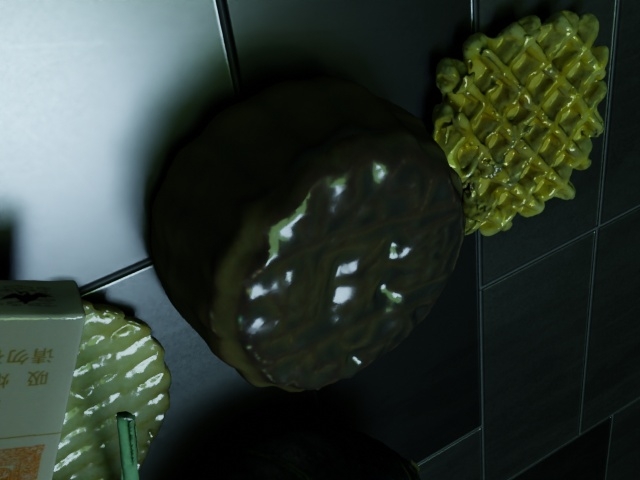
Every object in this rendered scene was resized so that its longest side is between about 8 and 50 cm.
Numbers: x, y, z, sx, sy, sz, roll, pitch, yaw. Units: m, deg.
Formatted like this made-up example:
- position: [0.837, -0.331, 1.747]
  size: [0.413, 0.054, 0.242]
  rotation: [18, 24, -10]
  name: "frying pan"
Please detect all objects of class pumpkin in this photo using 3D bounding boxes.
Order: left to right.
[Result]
- position: [-0.010, 0.365, 0.953]
  size: [0.323, 0.241, 0.323]
  rotation: [-26, 128, -38]
  name: "pumpkin"

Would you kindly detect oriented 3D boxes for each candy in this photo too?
- position: [-0.188, 0.263, 0.845]
  size: [0.092, 0.093, 0.335]
  rotation: [-47, 156, -40]
  name: "candy"

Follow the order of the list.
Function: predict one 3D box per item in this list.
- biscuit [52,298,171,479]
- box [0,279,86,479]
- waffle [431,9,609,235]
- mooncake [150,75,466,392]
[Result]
- position: [-0.238, 0.137, 0.802]
  size: [0.187, 0.036, 0.273]
  rotation: [-44, 134, -2]
  name: "biscuit"
- position: [-0.329, 0.187, 0.714]
  size: [0.205, 0.051, 0.365]
  rotation: [1, 127, -29]
  name: "box"
- position: [0.219, -0.122, 0.944]
  size: [0.250, 0.056, 0.261]
  rotation: [-18, 125, -26]
  name: "waffle"
- position: [0.000, 0.000, 0.797]
  size: [0.291, 0.161, 0.290]
  rotation: [-19, 129, -25]
  name: "mooncake"
